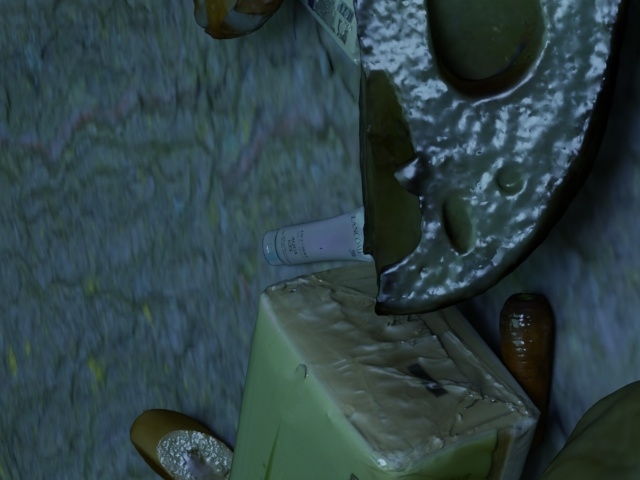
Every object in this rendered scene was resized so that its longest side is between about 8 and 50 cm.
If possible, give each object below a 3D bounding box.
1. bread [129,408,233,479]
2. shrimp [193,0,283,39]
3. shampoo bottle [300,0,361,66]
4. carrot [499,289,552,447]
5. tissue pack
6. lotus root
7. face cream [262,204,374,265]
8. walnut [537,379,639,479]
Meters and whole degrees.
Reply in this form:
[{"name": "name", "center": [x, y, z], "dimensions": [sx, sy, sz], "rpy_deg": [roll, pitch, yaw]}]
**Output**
[{"name": "bread", "center": [-0.098, 0.164, 1.363], "dimensions": [0.103, 0.049, 0.062], "rpy_deg": [27, 154, 47]}, {"name": "shrimp", "center": [-0.026, -0.278, 1.123], "dimensions": [0.164, 0.062, 0.317], "rpy_deg": [48, 126, 51]}, {"name": "shampoo bottle", "center": [0.001, -0.170, 1.151], "dimensions": [0.141, 0.034, 0.049], "rpy_deg": [50, 142, 36]}, {"name": "carrot", "center": [0.121, 0.075, 1.051], "dimensions": [0.032, 0.032, 0.093], "rpy_deg": [21, 119, 51]}, {"name": "tissue pack", "center": [0.027, 0.148, 1.097], "dimensions": [0.159, 0.125, 0.234], "rpy_deg": [52, 144, 38]}, {"name": "lotus root", "center": [0.087, -0.123, 0.968], "dimensions": [0.210, 0.141, 0.314], "rpy_deg": [-89, -1, -67]}, {"name": "face cream", "center": [0.000, 0.000, 1.209], "dimensions": [0.115, 0.020, 0.038], "rpy_deg": [-8, 91, 52]}, {"name": "walnut", "center": [0.205, 0.190, 0.761], "dimensions": [0.277, 0.282, 0.253], "rpy_deg": [30, 163, 53]}]
